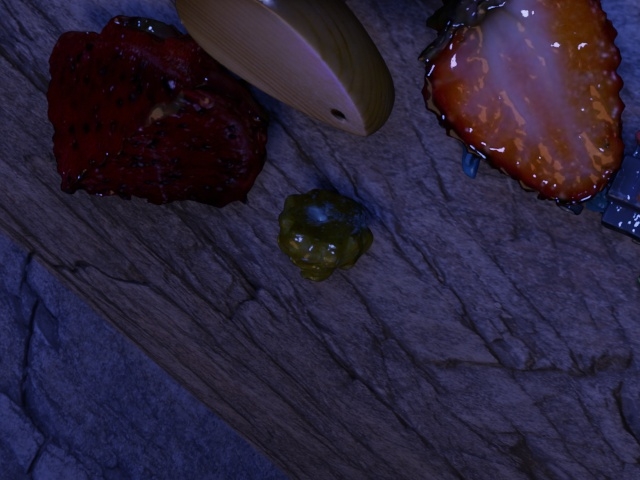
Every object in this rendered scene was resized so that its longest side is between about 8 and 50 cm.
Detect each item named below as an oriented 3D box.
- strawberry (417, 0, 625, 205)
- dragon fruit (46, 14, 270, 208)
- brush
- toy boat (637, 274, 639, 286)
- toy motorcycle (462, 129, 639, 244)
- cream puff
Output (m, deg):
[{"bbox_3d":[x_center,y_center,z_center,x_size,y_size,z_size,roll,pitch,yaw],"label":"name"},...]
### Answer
[{"bbox_3d":[0.204,-0.151,1.246,0.236,0.190,0.111,59,-165,-15],"label":"strawberry"},{"bbox_3d":[-0.175,-0.204,1.736,0.286,0.227,0.329,9,151,-35],"label":"dragon fruit"},{"bbox_3d":[-0.009,-0.240,1.325,0.267,0.166,0.174,41,155,-20],"label":"brush"},{"bbox_3d":[0.435,0.064,1.446,0.109,0.099,0.293,-17,147,23],"label":"toy boat"},{"bbox_3d":[0.257,-0.089,1.366,0.272,0.123,0.182,25,178,24],"label":"toy motorcycle"},{"bbox_3d":[0.000,0.000,1.844,0.146,0.146,0.116,28,139,11],"label":"cream puff"}]
